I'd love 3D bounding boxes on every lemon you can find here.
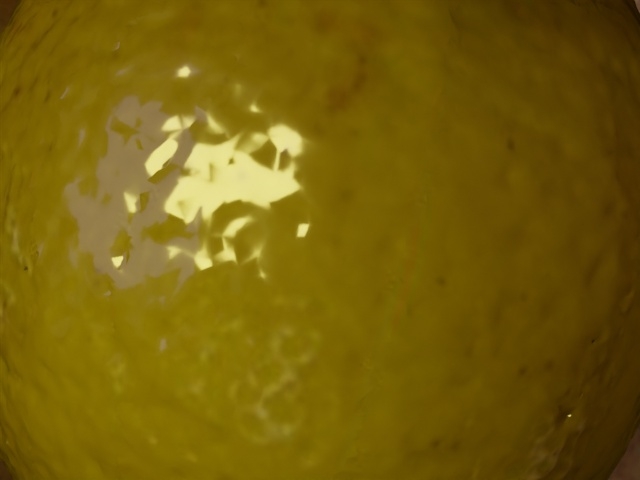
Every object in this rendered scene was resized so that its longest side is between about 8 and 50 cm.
[{"bbox_3d":[0.000,-0.002,0.719,0.293,0.293,0.293,-24,61,52],"label":"lemon"}]

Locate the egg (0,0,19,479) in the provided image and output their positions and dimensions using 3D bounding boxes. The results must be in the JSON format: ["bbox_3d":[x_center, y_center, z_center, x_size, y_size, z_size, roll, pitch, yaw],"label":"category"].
[{"bbox_3d":[-0.208,-0.004,1.028,0.282,0.283,0.351,-33,44,49],"label":"egg"}]
